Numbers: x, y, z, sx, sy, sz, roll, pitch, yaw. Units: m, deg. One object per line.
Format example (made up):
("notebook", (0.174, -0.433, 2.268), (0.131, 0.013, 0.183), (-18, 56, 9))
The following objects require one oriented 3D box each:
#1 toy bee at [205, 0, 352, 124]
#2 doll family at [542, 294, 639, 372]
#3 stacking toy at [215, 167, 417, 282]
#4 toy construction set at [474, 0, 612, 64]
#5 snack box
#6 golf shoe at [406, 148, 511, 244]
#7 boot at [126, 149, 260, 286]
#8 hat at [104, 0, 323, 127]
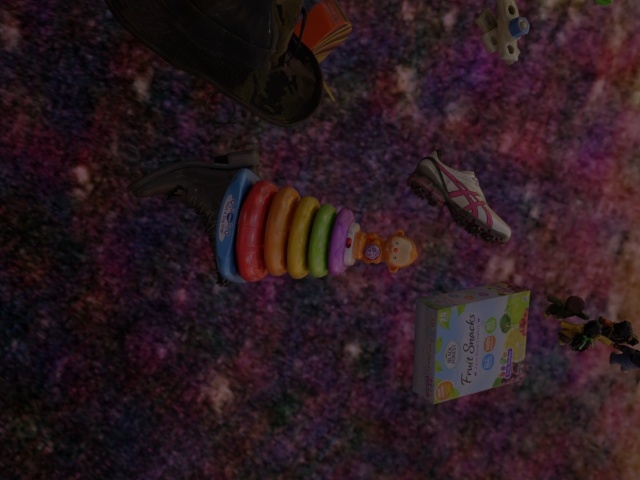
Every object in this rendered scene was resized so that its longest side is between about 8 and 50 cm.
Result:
("toy bee", (-0.054, -0.327, 1.718), (0.162, 0.298, 0.195), (-21, 100, -59))
("doll family", (0.410, 0.140, 1.403), (0.111, 0.193, 0.076), (124, -15, -73))
("stacking toy", (0.000, 0.000, 1.502), (0.166, 0.302, 0.175), (39, 62, -78))
("toy construction set", (0.369, -0.429, 1.566), (0.215, 0.328, 0.151), (31, 50, -28))
("snack box", (0.262, 0.174, 1.687), (0.207, 0.070, 0.174), (-9, 109, -29))
("golf shoe", (0.230, -0.068, 1.521), (0.086, 0.186, 0.067), (-52, 179, -11))
("boot", (-0.188, -0.030, 1.689), (0.263, 0.091, 0.229), (-13, 94, -18))
("hat", (-0.087, -0.288, 1.117), (0.331, 0.331, 0.134), (6, 135, -50))
